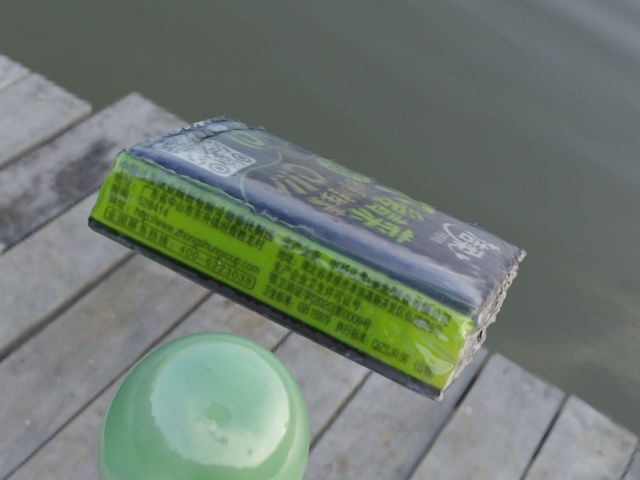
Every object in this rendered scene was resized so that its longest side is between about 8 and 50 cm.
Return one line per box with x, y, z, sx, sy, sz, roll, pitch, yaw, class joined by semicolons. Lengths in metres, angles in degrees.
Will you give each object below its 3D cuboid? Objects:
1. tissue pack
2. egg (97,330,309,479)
0.000;0.000;0.712;0.235;0.073;0.173;26;20;11;tissue pack
-0.126;0.223;1.208;0.220;0.269;0.220;16;36;-12;egg
